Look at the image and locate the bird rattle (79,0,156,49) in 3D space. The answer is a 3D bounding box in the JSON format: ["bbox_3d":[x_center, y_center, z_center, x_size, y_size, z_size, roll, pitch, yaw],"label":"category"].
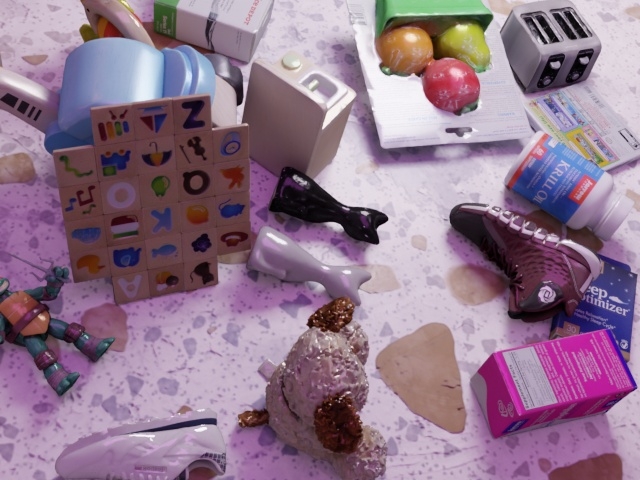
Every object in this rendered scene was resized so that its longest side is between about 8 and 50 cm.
[{"bbox_3d":[-0.352,-0.347,1.516,0.143,0.207,0.253,-39,62,-11],"label":"bird rattle"}]

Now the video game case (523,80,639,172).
[{"bbox_3d":[0.545,-0.229,1.741,0.193,0.023,0.212,-22,65,-25],"label":"video game case"}]

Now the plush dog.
[{"bbox_3d":[-0.004,0.209,1.203,0.210,0.225,0.262,0,58,-13],"label":"plush dog"}]

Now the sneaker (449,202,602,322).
[{"bbox_3d":[0.330,0.047,1.463,0.281,0.106,0.162,23,74,22],"label":"sneaker"}]

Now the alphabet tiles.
[{"bbox_3d":[-0.242,-0.055,1.267,0.285,0.343,0.011,-12,37,-19],"label":"alphabet tiles"}]

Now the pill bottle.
[{"bbox_3d":[0.469,-0.098,1.575,0.221,0.124,0.124,35,57,11],"label":"pill bottle"}]

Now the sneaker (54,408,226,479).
[{"bbox_3d":[-0.248,0.306,1.174,0.235,0.090,0.095,-10,69,-17],"label":"sneaker"}]

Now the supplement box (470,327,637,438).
[{"bbox_3d":[0.371,0.229,1.347,0.220,0.111,0.114,-8,60,-17],"label":"supplement box"}]

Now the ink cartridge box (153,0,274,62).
[{"bbox_3d":[-0.210,-0.462,1.681,0.208,0.087,0.153,19,55,1],"label":"ink cartridge box"}]

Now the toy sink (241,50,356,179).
[{"bbox_3d":[-0.038,-0.230,1.480,0.152,0.234,0.131,35,57,11],"label":"toy sink"}]

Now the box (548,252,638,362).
[{"bbox_3d":[0.493,0.103,1.504,0.136,0.036,0.225,20,54,1],"label":"box"}]

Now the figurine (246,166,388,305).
[{"bbox_3d":[0.000,0.000,1.432,0.209,0.092,0.215,21,56,-4],"label":"figurine"}]

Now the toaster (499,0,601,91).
[{"bbox_3d":[0.485,-0.424,1.802,0.168,0.110,0.186,-12,61,-21],"label":"toaster"}]

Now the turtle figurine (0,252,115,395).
[{"bbox_3d":[-0.430,0.112,1.238,0.234,0.118,0.175,42,72,-3],"label":"turtle figurine"}]

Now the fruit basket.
[{"bbox_3d":[0.232,-0.346,1.694,0.327,0.165,0.353,-7,75,-16],"label":"fruit basket"}]

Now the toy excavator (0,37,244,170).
[{"bbox_3d":[-0.397,-0.208,1.331,0.445,0.433,0.222,33,43,-42],"label":"toy excavator"}]

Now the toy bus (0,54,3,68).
[{"bbox_3d":[-0.726,-0.313,1.438,0.332,0.130,0.108,18,55,-1],"label":"toy bus"}]
